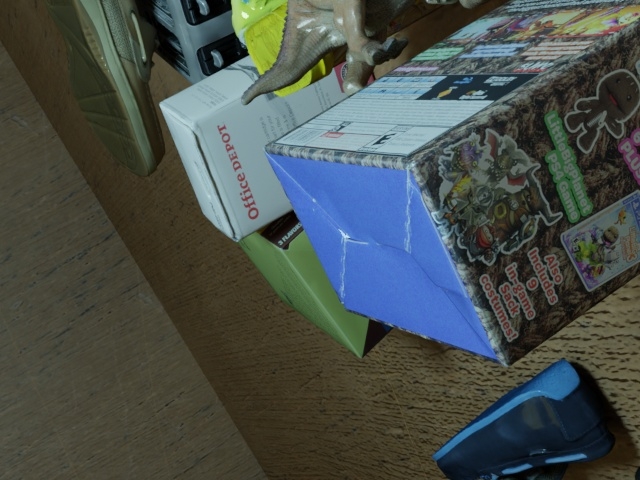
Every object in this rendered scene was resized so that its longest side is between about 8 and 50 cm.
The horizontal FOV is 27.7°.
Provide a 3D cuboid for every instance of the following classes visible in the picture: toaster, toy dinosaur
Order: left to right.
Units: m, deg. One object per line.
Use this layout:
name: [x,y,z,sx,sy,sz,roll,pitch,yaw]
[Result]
toaster: [-0.157,-0.302,1.607,0.185,0.110,0.168,42,155,42]
toy dinosaur: [0.039,-0.229,1.039,0.200,0.295,0.127,53,-169,21]

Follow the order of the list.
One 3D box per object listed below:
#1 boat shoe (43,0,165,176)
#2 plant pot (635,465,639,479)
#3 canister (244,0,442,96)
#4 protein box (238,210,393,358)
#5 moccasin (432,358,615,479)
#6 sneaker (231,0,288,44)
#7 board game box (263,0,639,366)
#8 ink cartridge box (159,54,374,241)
boat shoe: [-0.249,-0.240,1.596,0.121,0.110,0.341,19,135,46]
plant pot: [0.351,0.202,0.995,0.187,0.188,0.167,57,175,4]
canister: [0.030,-0.205,1.172,0.073,0.170,0.126,61,162,-7]
protein box: [0.000,0.000,1.578,0.201,0.136,0.200,32,161,54]
moccasin: [0.218,0.240,1.454,0.117,0.137,0.342,51,162,8]
sneaker: [-0.055,-0.318,1.345,0.240,0.091,0.126,115,146,-47]
board game box: [0.148,-0.069,0.880,0.141,0.291,0.232,63,162,-17]
ink cartridge box: [-0.046,-0.123,1.425,0.092,0.218,0.158,34,150,52]
